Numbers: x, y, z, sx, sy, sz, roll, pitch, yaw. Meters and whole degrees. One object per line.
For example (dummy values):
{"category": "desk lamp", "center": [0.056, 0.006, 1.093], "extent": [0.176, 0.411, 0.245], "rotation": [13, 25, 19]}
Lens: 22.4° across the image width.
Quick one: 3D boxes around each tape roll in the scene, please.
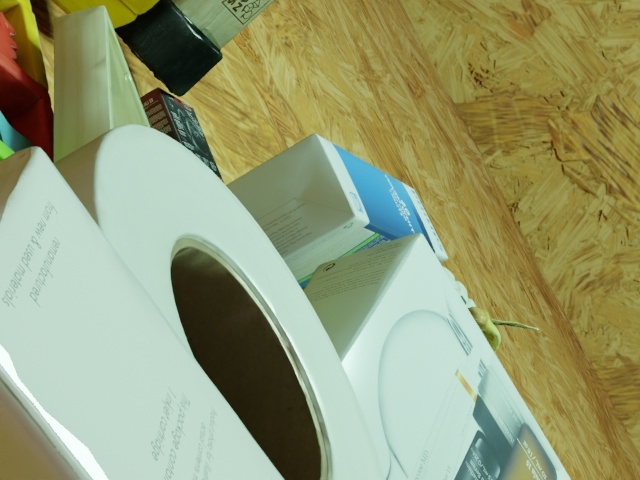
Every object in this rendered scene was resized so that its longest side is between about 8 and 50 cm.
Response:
{"category": "tape roll", "center": [-0.096, 0.093, 0.721], "extent": [0.246, 0.169, 0.246], "rotation": [56, 15, -23]}

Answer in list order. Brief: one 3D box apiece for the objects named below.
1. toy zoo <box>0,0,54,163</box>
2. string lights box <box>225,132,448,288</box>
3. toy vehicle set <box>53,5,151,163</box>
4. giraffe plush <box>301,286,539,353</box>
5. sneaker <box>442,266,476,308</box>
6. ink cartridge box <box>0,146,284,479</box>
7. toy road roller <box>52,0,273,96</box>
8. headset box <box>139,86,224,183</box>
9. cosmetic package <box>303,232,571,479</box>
{"category": "toy zoo", "center": [-0.227, -0.123, 0.961], "extent": [0.192, 0.030, 0.293], "rotation": [45, 22, -49]}
{"category": "string lights box", "center": [0.000, 0.000, 1.309], "extent": [0.077, 0.133, 0.259], "rotation": [64, 14, 15]}
{"category": "toy vehicle set", "center": [-0.121, -0.006, 0.996], "extent": [0.267, 0.035, 0.166], "rotation": [-102, 176, -50]}
{"category": "giraffe plush", "center": [0.052, 0.135, 1.230], "extent": [0.181, 0.210, 0.171], "rotation": [51, 47, -77]}
{"category": "sneaker", "center": [0.103, 0.137, 1.440], "extent": [0.299, 0.121, 0.112], "rotation": [63, 16, 7]}
{"category": "ink cartridge box", "center": [-0.083, 0.174, 0.532], "extent": [0.353, 0.207, 0.119], "rotation": [57, 16, -21]}
{"category": "toy road roller", "center": [-0.151, -0.286, 1.216], "extent": [0.240, 0.202, 0.329], "rotation": [50, 5, 32]}
{"category": "headset box", "center": [-0.114, -0.078, 1.267], "extent": [0.083, 0.032, 0.062], "rotation": [65, 14, 19]}
{"category": "cosmetic package", "center": [0.073, 0.228, 1.005], "extent": [0.377, 0.097, 0.284], "rotation": [57, 39, -19]}
